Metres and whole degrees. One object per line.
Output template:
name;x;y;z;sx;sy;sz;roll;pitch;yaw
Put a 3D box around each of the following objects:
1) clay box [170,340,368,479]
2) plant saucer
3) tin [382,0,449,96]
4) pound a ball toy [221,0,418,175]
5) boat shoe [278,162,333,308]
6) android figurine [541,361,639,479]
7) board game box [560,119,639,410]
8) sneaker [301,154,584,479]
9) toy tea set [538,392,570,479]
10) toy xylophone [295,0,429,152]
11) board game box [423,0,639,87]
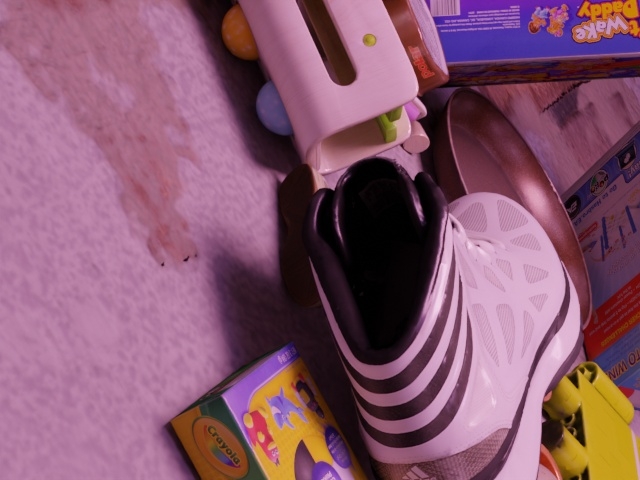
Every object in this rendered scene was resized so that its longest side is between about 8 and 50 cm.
clay box;-0.008;0.193;0.990;0.222;0.053;0.127;60;25;-2
plant saucer;0.215;-0.029;1.631;0.310;0.050;0.311;42;32;-34
tin;0.084;-0.210;1.352;0.190;0.040;0.106;-95;161;-56
pound a ball toy;-0.034;-0.234;1.238;0.208;0.135;0.319;89;-22;-76
boat shoe;-0.001;0.001;1.194;0.048;0.056;0.153;35;28;-35
android figurine;0.314;0.253;1.529;0.273;0.056;0.248;45;30;-28
board game box;0.424;-0.002;1.684;0.086;0.308;0.302;15;48;-27
sneaker;0.110;0.014;1.164;0.447;0.169;0.257;-71;148;-58
toy tea set;0.187;0.186;1.274;0.200;0.124;0.336;40;33;-37
toy xylophone;0.053;-0.236;1.500;0.236;0.081;0.323;34;37;-45
board game box;0.288;-0.224;1.537;0.233;0.347;0.078;-2;90;-85
